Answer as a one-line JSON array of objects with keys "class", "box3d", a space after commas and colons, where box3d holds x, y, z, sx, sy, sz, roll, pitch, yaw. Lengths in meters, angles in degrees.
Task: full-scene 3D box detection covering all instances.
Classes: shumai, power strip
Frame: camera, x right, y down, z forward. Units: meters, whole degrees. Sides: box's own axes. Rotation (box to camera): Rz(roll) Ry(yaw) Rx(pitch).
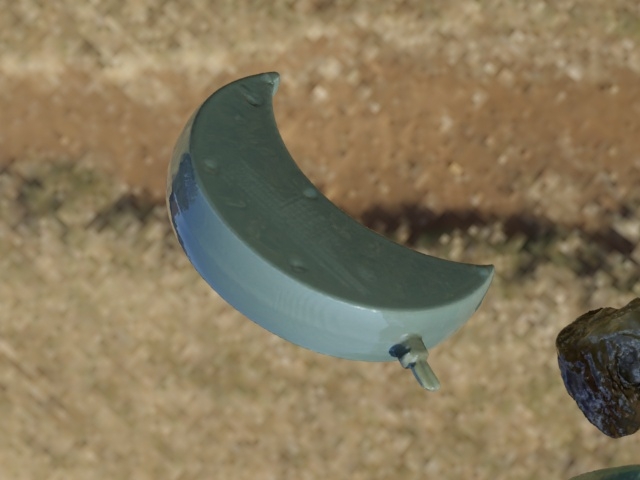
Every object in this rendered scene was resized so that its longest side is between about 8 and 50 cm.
[{"class": "shumai", "box3d": [0.281, 0.116, 1.838, 0.105, 0.139, 0.123, -35, 69, 63]}, {"class": "power strip", "box3d": [0.000, 0.000, 1.273, 0.253, 0.167, 0.054, 44, 133, 17]}]

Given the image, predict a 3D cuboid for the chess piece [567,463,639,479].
[{"class": "chess piece", "box3d": [0.240, 0.308, 1.295, 0.194, 0.299, 0.194, 4, 159, 1]}]
